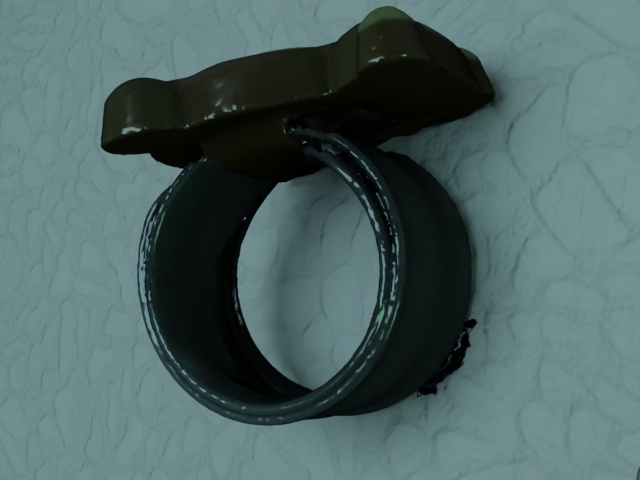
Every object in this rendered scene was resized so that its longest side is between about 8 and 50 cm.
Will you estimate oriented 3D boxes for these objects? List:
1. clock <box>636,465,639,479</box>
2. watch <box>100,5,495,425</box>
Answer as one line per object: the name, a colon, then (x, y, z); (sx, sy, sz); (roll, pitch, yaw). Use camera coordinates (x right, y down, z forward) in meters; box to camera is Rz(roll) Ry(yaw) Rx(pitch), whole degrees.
clock: (0.292, 0.226, 0.662); (0.191, 0.062, 0.152); (19, 91, 45)
watch: (0.000, 0.000, 0.884); (0.335, 0.314, 0.327); (-15, 79, 27)
